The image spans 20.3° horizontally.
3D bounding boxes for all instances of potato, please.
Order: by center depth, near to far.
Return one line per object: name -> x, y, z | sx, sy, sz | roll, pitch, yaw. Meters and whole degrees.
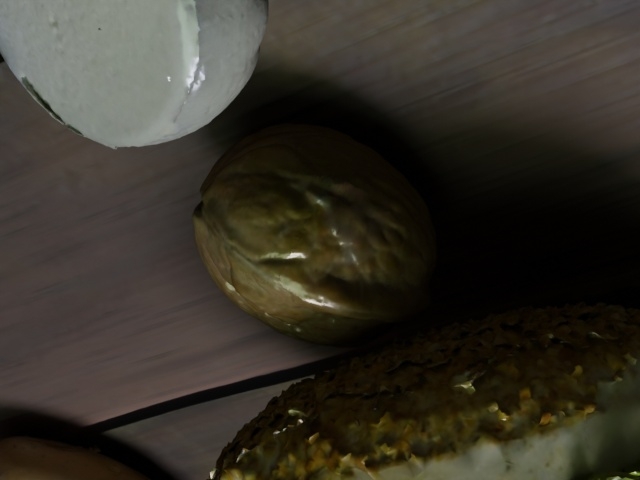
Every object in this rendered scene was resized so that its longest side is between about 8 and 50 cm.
potato -> -0.154, 0.193, 1.171 | 0.178, 0.118, 0.109 | 33, 108, -4

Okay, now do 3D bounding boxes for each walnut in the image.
walnut -> 0.000, 0.000, 0.848 | 0.124, 0.105, 0.105 | 27, 144, -6

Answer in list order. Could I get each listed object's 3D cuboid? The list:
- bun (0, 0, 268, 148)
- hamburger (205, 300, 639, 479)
bun -> -0.068, -0.112, 0.723 | 0.138, 0.094, 0.138 | 22, 125, 36
hamburger -> 0.088, 0.126, 0.892 | 0.294, 0.179, 0.276 | -8, 167, 2
